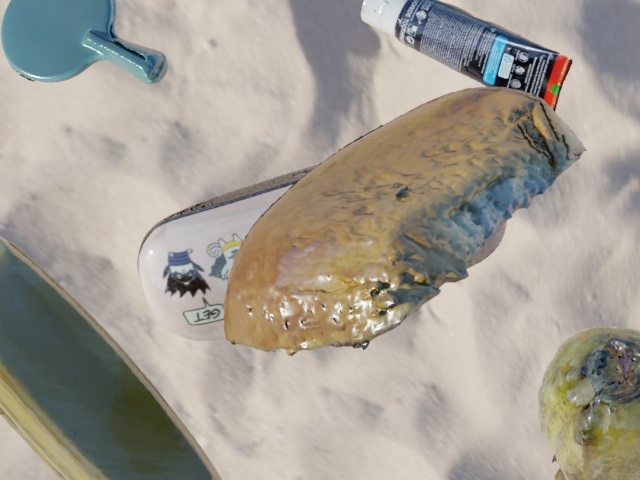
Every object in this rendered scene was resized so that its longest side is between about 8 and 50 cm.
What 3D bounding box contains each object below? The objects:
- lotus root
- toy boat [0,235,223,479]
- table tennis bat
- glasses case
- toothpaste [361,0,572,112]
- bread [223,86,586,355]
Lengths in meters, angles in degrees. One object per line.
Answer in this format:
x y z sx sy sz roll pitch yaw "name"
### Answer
0.294 0.187 1.683 0.154 0.278 0.154 0 55 0 "lotus root"
-0.109 0.076 0.745 0.057 0.077 0.200 -43 91 -23 "toy boat"
-0.228 -0.197 1.596 0.201 0.033 0.124 26 85 28 "table tennis bat"
0.000 0.000 1.384 0.314 0.122 0.075 -16 31 7 "glasses case"
0.127 -0.169 1.442 0.193 0.071 0.045 28 44 18 "toothpaste"
0.025 -0.011 0.593 0.129 0.126 0.044 -37 106 -28 "bread"
